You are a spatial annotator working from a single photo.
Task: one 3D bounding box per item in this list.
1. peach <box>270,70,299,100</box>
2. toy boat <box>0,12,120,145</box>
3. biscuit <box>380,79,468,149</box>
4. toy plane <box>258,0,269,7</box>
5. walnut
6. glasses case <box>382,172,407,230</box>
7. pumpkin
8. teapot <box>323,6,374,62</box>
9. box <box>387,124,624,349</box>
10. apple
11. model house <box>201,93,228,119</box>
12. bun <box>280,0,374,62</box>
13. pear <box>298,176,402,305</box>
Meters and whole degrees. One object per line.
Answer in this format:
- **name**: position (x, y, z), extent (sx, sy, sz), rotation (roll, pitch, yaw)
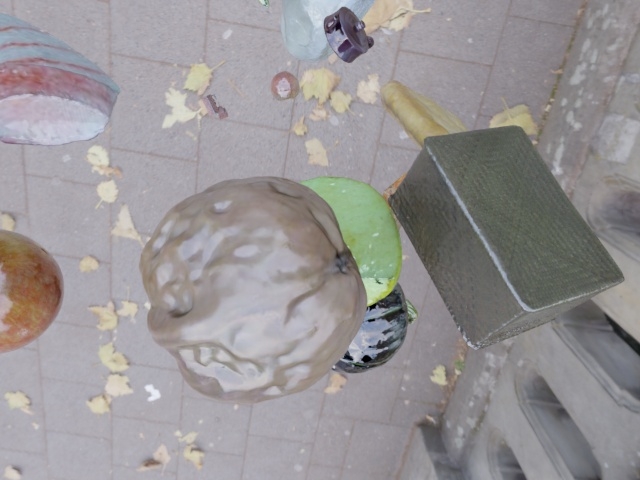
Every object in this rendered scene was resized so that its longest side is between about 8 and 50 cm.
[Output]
- **peach**: position (-0.099, -0.424, 1.351), extent (0.083, 0.083, 0.083), rotation (0, 114, -1)
- **toy boat**: position (-0.424, -0.260, 0.730), extent (0.206, 0.282, 0.096), rotation (-14, 143, -32)
- **biscuit**: position (0.349, -0.287, 1.363), extent (0.429, 0.446, 0.104), rotation (16, 125, -41)
- **toy plane**: position (-0.143, -0.543, 1.038), extent (0.102, 0.040, 0.111), rotation (-25, 123, 29)
- **walnut**: position (-0.083, 0.060, 0.582), extent (0.273, 0.227, 0.273), rotation (6, 130, 7)
- **glasses case**: position (0.170, -0.064, 1.140), extent (0.075, 0.218, 0.049), rotation (-39, 72, -19)
- **pumpkin**: position (0.103, 0.161, 1.186), extent (0.296, 0.296, 0.295), rotation (0, 114, -1)
- **teapot**: position (0.041, -0.270, 0.642), extent (0.045, 0.100, 0.067), rotation (-20, 79, 36)
- **box**: position (0.247, -0.013, 0.694), extent (0.184, 0.273, 0.143), rotation (-13, 154, -24)
- **apple**: position (-0.494, 0.075, 0.741), extent (0.188, 0.188, 0.174), rotation (10, 152, -6)
- **model house**: position (-0.335, -0.422, 1.560), extent (0.057, 0.058, 0.083), rotation (-26, 108, -9)
- **bun**: position (0.022, -0.626, 1.248), extent (0.194, 0.354, 0.354), rotation (39, 108, -3)
- **pear**: position (0.004, 0.002, 0.873), extent (0.288, 0.239, 0.139), rotation (-2, 150, 14)
